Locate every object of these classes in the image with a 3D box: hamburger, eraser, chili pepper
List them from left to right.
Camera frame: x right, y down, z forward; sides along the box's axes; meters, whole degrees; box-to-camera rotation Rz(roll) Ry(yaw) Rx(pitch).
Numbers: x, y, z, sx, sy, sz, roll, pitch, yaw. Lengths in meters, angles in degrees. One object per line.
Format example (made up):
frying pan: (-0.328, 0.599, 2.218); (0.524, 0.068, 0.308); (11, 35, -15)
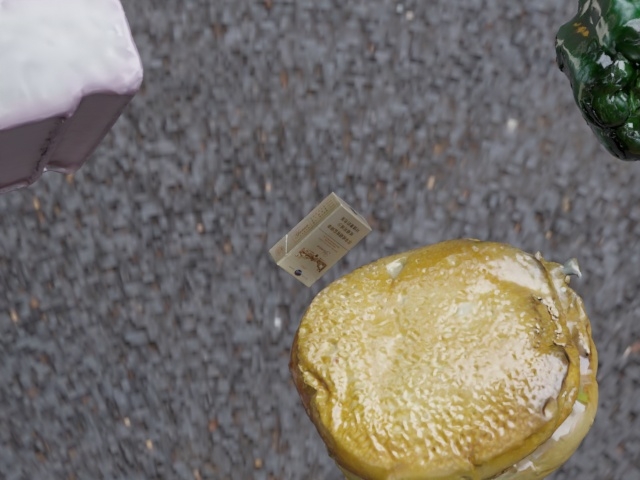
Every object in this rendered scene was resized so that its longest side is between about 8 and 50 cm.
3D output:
eraser: (-0.317, -0.110, 1.525); (0.272, 0.359, 0.122); (-18, 87, -17)
hamburger: (0.135, 0.131, 1.801); (0.314, 0.170, 0.290); (-19, 59, 6)
chili pepper: (0.339, -0.167, 1.753); (0.174, 0.165, 0.261); (-38, 29, 6)

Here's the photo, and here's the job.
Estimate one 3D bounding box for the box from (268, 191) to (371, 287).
box: (0.000, 0.000, 1.616); (0.083, 0.053, 0.024); (-41, 46, 10)
